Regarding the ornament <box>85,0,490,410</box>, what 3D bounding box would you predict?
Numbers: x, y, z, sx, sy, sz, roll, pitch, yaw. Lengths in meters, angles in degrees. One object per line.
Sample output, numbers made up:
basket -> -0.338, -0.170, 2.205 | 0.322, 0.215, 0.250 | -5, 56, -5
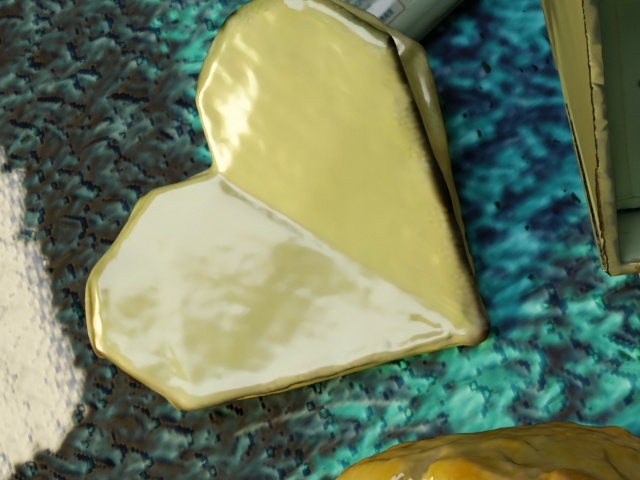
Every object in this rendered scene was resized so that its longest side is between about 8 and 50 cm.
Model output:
ornament -> 0.000, 0.000, 0.873 | 0.180, 0.059, 0.201 | 32, 101, 12

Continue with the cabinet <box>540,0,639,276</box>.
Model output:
cabinet -> 0.161, -0.117, 0.736 | 0.150, 0.145, 0.206 | -9, 44, 4

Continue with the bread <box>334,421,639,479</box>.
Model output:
bread -> 0.057, 0.179, 0.718 | 0.244, 0.134, 0.244 | -19, 55, 29

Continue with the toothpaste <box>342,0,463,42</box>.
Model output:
toothpaste -> 0.049, -0.134, 0.922 | 0.268, 0.047, 0.069 | -45, 50, 5
